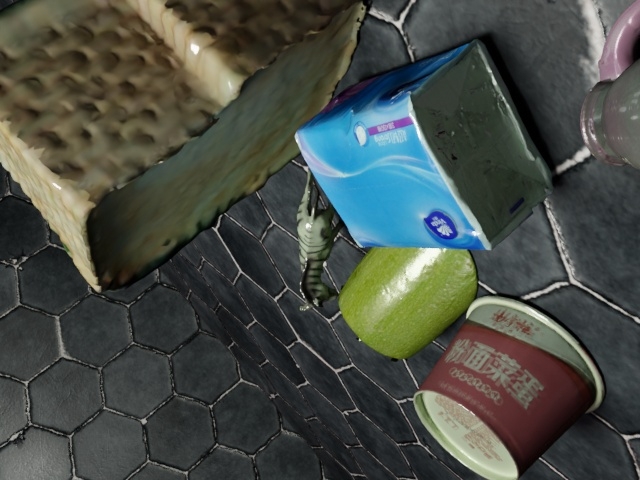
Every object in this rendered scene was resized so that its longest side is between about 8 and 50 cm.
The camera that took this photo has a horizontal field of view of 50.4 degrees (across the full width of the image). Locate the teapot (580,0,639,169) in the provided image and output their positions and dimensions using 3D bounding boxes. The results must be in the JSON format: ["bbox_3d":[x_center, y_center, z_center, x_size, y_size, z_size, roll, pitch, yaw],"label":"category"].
[{"bbox_3d":[0.273,-0.115,0.549,0.148,0.116,0.146,52,168,-13],"label":"teapot"}]

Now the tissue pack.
[{"bbox_3d":[0.111,-0.099,0.820,0.198,0.146,0.263,57,156,-17],"label":"tissue pack"}]

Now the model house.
[{"bbox_3d":[-0.250,-0.229,0.913,0.400,0.445,0.395,46,159,5],"label":"model house"}]

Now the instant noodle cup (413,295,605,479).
[{"bbox_3d":[0.260,0.223,0.986,0.235,0.178,0.235,37,153,23],"label":"instant noodle cup"}]

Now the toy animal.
[{"bbox_3d":[-0.005,0.000,1.136,0.073,0.176,0.217,9,144,14],"label":"toy animal"}]

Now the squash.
[{"bbox_3d":[0.164,0.058,1.120,0.189,0.189,0.260,45,121,13],"label":"squash"}]
